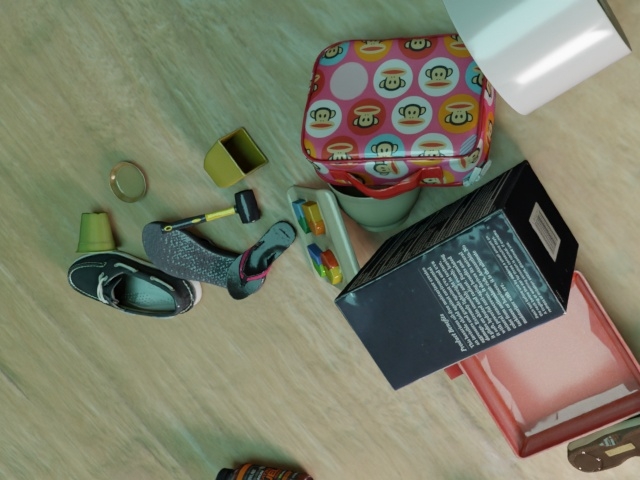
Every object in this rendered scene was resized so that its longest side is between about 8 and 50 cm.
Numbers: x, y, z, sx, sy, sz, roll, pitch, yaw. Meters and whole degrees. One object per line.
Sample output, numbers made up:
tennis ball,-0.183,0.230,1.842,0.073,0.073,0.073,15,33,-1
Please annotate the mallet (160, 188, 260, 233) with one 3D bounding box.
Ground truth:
mallet,-0.204,-0.036,1.524,0.190,0.039,0.062,-22,100,7

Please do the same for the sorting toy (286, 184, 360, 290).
sorting toy,0.000,0.000,1.415,0.038,0.208,0.193,-23,101,-16

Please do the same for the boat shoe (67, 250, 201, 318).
boat shoe,-0.392,0.090,1.637,0.303,0.091,0.114,3,109,20

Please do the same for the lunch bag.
lunch bag,0.119,-0.184,1.265,0.293,0.120,0.258,3,69,19

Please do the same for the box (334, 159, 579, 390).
box,0.224,0.050,1.272,0.294,0.296,0.182,-30,96,28

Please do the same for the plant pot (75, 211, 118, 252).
plant pot,-0.453,-0.017,1.638,0.083,0.083,0.079,0,96,21

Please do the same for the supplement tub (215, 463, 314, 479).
supplement tub,-0.117,0.518,1.669,0.198,0.106,0.106,3,109,20

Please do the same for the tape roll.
tape roll,0.300,-0.322,1.144,0.169,0.246,0.246,-32,94,27

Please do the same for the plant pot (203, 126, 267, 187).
plant pot,-0.164,-0.142,1.480,0.083,0.081,0.081,-34,94,37

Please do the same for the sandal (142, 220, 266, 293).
sandal,-0.227,0.036,1.580,0.255,0.054,0.097,23,111,0

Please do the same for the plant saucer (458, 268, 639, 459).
plant saucer,0.379,0.205,1.351,0.259,0.048,0.258,-31,92,24

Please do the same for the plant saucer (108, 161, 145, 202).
plant saucer,-0.378,-0.115,1.605,0.083,0.015,0.083,7,110,18

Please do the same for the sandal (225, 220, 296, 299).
sandal,-0.116,0.037,1.514,0.067,0.040,0.179,40,101,-4

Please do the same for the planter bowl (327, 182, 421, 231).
planter bowl,0.098,-0.084,1.365,0.162,0.162,0.109,3,135,20

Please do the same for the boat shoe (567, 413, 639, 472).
boat shoe,0.528,0.304,1.348,0.257,0.095,0.095,-23,118,33

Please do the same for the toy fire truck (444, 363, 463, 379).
toy fire truck,0.329,0.217,1.426,0.192,0.047,0.135,-39,90,27
